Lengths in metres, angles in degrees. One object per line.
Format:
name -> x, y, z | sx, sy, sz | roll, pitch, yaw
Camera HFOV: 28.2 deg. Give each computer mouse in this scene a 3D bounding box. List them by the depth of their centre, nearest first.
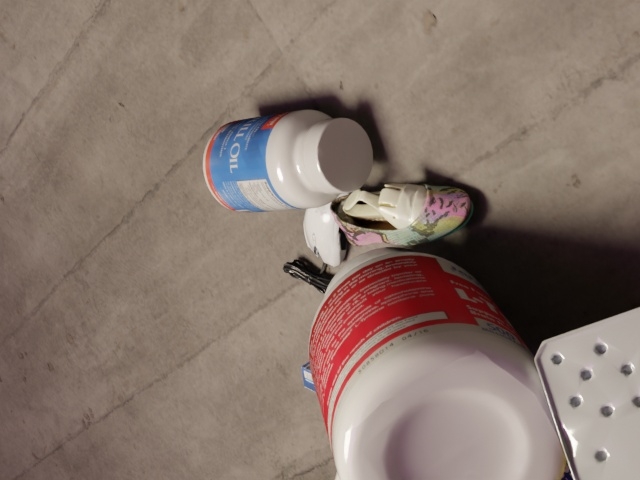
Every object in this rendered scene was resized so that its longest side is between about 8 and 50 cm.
computer mouse -> 0.000, 0.000, 1.699 | 0.106, 0.042, 0.193 | 37, 139, 29

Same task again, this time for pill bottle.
pill bottle -> 0.107, 0.146, 1.389 | 0.408, 0.229, 0.229 | -111, 4, -72
pill bottle -> -0.039, -0.100, 1.606 | 0.221, 0.124, 0.124 | -3, 112, 50

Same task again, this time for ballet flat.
ballet flat -> 0.084, -0.036, 1.535 | 0.079, 0.077, 0.221 | 34, 158, -29

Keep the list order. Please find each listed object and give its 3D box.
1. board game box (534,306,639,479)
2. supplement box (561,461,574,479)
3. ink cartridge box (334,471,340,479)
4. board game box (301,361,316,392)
board game box -> 0.425, 0.213, 1.088 | 0.390, 0.050, 0.390 | -22, 76, 22
supplement box -> 0.415, 0.286, 1.278 | 0.356, 0.194, 0.195 | 47, 142, 16
ink cartridge box -> 0.104, 0.338, 1.778 | 0.148, 0.086, 0.203 | 40, 141, 25
board game box -> 0.094, 0.177, 1.633 | 0.201, 0.136, 0.035 | 23, 132, 40
